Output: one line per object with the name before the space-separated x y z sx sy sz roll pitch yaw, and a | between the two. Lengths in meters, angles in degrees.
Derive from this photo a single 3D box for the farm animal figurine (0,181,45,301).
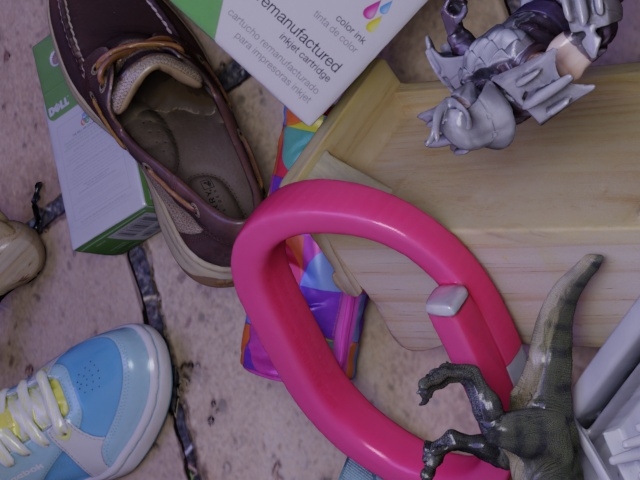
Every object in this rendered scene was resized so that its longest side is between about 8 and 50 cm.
farm animal figurine | -0.424 0.106 1.834 0.330 0.172 0.327 -16 35 42

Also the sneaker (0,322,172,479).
sneaker | -0.290 0.177 1.680 0.319 0.208 0.127 -42 59 34

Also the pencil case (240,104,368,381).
pencil case | 0.000 0.000 1.490 0.104 0.104 0.236 18 101 43

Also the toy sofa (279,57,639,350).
toy sofa | 0.167 -0.031 1.300 0.362 0.177 0.150 -1 45 44

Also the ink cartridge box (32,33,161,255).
ink cartridge box | -0.192 -0.103 1.706 0.109 0.062 0.209 -29 67 39

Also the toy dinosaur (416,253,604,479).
toy dinosaur | 0.126 0.128 1.256 0.118 0.064 0.268 4 111 11

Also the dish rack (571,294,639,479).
dish rack | 0.266 0.177 1.167 0.285 0.072 0.333 66 155 26

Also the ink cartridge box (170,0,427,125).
ink cartridge box | 0.008 -0.257 1.356 0.278 0.201 0.117 -47 17 5

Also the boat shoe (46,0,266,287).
boat shoe | -0.136 -0.125 1.582 0.123 0.123 0.342 97 148 -64

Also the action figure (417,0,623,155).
action figure | 0.153 -0.153 1.206 0.185 0.285 0.099 -5 127 54

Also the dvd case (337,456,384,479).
dvd case | 0.041 0.223 1.491 0.087 0.013 0.119 32 110 40

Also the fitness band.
fitness band | 0.047 0.079 1.353 0.209 0.054 0.291 5 134 37
